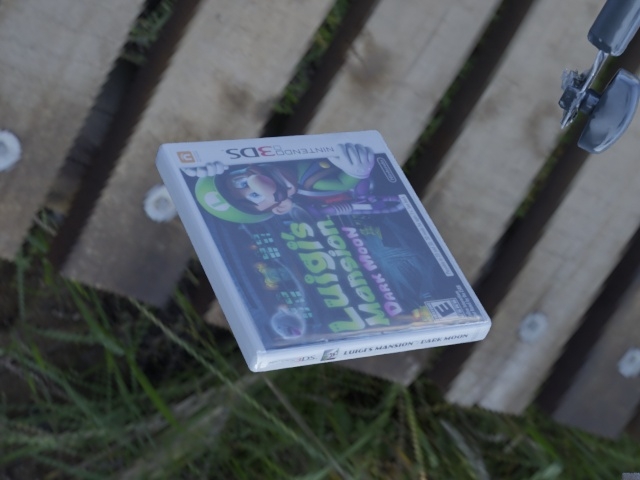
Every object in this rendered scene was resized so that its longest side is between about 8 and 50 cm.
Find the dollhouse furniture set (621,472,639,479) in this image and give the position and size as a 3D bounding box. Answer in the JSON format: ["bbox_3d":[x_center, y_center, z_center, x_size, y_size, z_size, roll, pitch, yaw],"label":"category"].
[{"bbox_3d":[0.482,0.303,1.535,0.173,0.355,0.303,8,79,-35],"label":"dollhouse furniture set"}]

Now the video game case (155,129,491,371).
[{"bbox_3d":[0.000,0.000,1.050,0.173,0.190,0.022,-6,139,-27],"label":"video game case"}]

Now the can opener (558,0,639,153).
[{"bbox_3d":[0.338,-0.229,1.725,0.093,0.074,0.280,27,124,7],"label":"can opener"}]
